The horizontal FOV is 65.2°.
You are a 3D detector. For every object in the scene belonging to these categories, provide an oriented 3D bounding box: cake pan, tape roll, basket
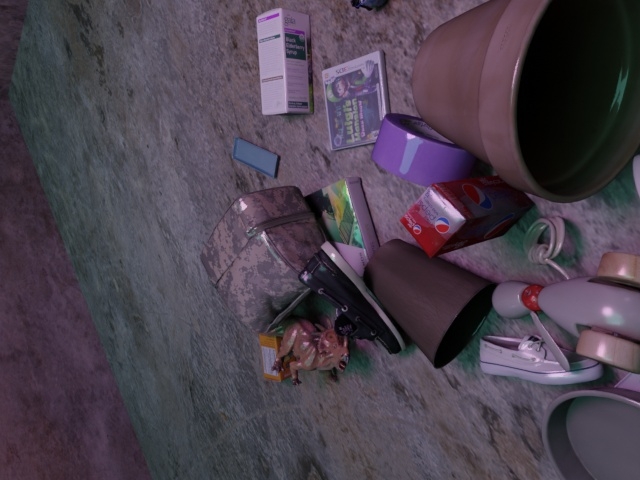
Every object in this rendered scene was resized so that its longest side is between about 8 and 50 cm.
[{"bbox_3d":[0.505,0.360,0.801,0.293,0.054,0.293,34,137,39],"label":"cake pan"},{"bbox_3d":[0.197,-0.169,0.941,0.189,0.189,0.080,36,122,33],"label":"tape roll"},{"bbox_3d":[0.207,0.109,1.022,0.227,0.154,0.204,39,112,37],"label":"basket"}]

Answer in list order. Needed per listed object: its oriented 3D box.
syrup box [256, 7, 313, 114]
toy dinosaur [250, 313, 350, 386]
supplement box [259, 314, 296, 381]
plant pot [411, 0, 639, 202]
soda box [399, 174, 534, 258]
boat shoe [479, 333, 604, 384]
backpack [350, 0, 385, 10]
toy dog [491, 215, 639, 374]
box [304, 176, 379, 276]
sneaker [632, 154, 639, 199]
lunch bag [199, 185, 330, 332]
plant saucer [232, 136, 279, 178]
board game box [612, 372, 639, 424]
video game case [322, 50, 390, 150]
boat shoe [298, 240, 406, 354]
[{"bbox_3d":[-0.086,-0.430,1.226,0.096,0.093,0.237,8,104,43],"label":"syrup box"},{"bbox_3d":[-0.032,0.255,1.281,0.295,0.127,0.200,30,118,26],"label":"toy dinosaur"},{"bbox_3d":[-0.125,0.276,1.427,0.080,0.078,0.234,3,101,41],"label":"supplement box"},{"bbox_3d":[0.299,-0.245,0.773,0.280,0.323,0.323,31,120,54],"label":"plant pot"},{"bbox_3d":[0.257,-0.048,0.855,0.083,0.263,0.092,54,130,23],"label":"soda box"},{"bbox_3d":[0.386,0.210,0.911,0.226,0.083,0.076,-11,92,46],"label":"boat shoe"},{"bbox_3d":[0.107,-0.545,1.020,0.114,0.084,0.105,-40,70,45],"label":"backpack"},{"bbox_3d":[0.425,0.110,0.788,0.160,0.334,0.220,24,103,-9],"label":"toy dog"},{"bbox_3d":[0.000,0.000,1.260,0.322,0.058,0.232,-20,85,44],"label":"box"},{"bbox_3d":[0.538,-0.035,0.683,0.151,0.094,0.256,-25,51,30],"label":"sneaker"},{"bbox_3d":[-0.122,0.055,1.204,0.305,0.212,0.256,-46,67,41],"label":"lunch bag"},{"bbox_3d":[-0.184,-0.237,1.417,0.192,0.018,0.067,29,118,36],"label":"plant saucer"},{"bbox_3d":[0.681,0.224,0.652,0.390,0.050,0.390,45,127,29],"label":"board game box"},{"bbox_3d":[0.080,-0.312,1.140,0.173,0.022,0.191,-2,98,45],"label":"video game case"},{"bbox_3d":[0.068,0.153,1.071,0.340,0.113,0.127,53,176,-36],"label":"boat shoe"}]
